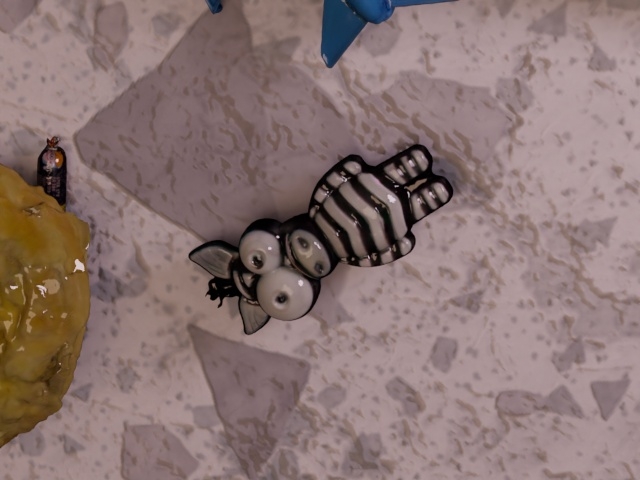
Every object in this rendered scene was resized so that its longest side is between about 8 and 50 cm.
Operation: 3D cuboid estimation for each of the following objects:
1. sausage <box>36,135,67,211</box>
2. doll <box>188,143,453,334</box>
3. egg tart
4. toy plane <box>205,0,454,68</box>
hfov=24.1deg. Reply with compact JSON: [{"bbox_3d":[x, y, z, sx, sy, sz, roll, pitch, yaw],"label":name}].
[{"bbox_3d":[-0.219,0.011,1.233,0.028,0.025,0.198,5,107,5],"label":"sausage"},{"bbox_3d":[0.000,0.000,1.171,0.219,0.067,0.091,-30,103,18],"label":"doll"},{"bbox_3d":[-0.372,0.061,1.206,0.351,0.153,0.339,37,113,7],"label":"egg tart"},{"bbox_3d":[-0.013,-0.268,1.082,0.254,0.105,0.271,-25,105,30],"label":"toy plane"}]
